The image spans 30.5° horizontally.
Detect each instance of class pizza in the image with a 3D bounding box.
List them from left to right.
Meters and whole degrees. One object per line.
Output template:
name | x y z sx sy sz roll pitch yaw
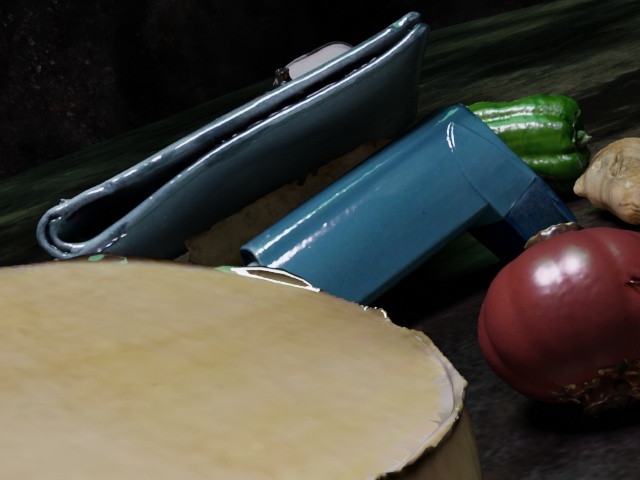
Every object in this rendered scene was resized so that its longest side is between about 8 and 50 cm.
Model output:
pizza | -0.006 0.002 0.926 0.188 0.080 0.204 -26 -6 -9

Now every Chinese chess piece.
Chinese chess piece | -0.072 0.085 0.405 0.257 0.104 0.257 2 15 -1

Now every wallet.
wallet | -0.052 -0.056 0.858 0.290 0.054 0.251 -27 -4 0

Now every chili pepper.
chili pepper | 0.107 -0.061 1.003 0.253 0.083 0.099 -12 -30 33

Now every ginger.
ginger | 0.243 -0.037 0.773 0.089 0.075 0.288 -15 7 -7

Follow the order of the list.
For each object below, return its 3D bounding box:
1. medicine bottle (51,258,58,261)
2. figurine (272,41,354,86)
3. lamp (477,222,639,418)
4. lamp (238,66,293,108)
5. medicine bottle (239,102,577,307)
medicine bottle | -0.219 0.062 0.957 0.079 0.079 0.140 -12 14 28
figurine | 0.056 -0.163 1.587 0.141 0.166 0.250 19 12 -42
lamp | 0.124 0.036 0.550 0.101 0.090 0.101 -11 -29 -6
lamp | -0.039 -0.137 1.441 0.182 0.140 0.182 -23 15 7
medicine bottle | 0.042 0.009 0.786 0.258 0.124 0.079 -34 13 -15
